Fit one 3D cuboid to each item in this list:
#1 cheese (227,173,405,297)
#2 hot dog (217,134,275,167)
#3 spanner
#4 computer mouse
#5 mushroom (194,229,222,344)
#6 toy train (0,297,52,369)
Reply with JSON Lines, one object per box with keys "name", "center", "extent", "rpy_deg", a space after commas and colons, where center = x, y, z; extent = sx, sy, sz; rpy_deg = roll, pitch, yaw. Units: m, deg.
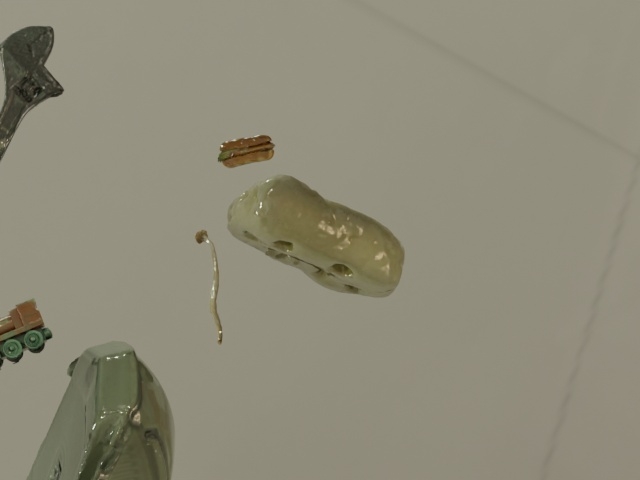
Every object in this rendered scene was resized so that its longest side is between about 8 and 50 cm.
{"name": "cheese", "center": [-0.001, 0.002, 2.255], "extent": [0.159, 0.263, 0.093], "rpy_deg": [-15, 52, 64]}
{"name": "hot dog", "center": [-0.093, -0.113, 2.045], "extent": [0.021, 0.083, 0.037], "rpy_deg": [-22, -77, -59]}
{"name": "spanner", "center": [-0.388, -0.110, 1.900], "extent": [0.325, 0.093, 0.026], "rpy_deg": [-66, 6, -10]}
{"name": "computer mouse", "center": [-0.272, 0.313, 1.998], "extent": [0.429, 0.145, 0.228], "rpy_deg": [-65, 29, 27]}
{"name": "mushroom", "center": [-0.179, 0.074, 2.690], "extent": [0.028, 0.026, 0.286], "rpy_deg": [-21, 42, 4]}
{"name": "toy train", "center": [-0.382, 0.117, 1.959], "extent": [0.103, 0.064, 0.044], "rpy_deg": [-23, -7, -10]}
